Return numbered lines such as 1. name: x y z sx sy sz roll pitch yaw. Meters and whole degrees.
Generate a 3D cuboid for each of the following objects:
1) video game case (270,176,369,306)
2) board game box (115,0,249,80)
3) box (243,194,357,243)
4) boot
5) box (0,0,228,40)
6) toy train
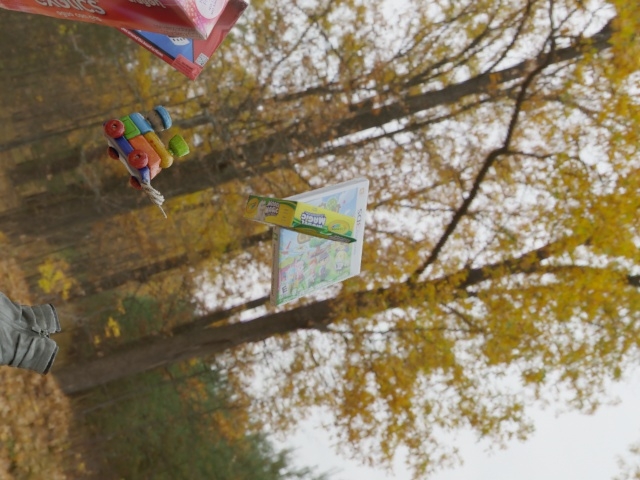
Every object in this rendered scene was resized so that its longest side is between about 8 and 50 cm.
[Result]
1. video game case: 0.000 0.000 1.273 0.023 0.212 0.193 26 -57 40
2. board game box: -0.241 -0.353 1.003 0.281 0.145 0.027 29 12 -45
3. box: -0.028 -0.032 1.061 0.179 0.105 0.043 16 -89 58
4. boot: -0.493 0.102 1.115 0.083 0.161 0.246 -49 -134 33
5. box: -0.205 -0.290 0.614 0.300 0.154 0.142 18 -16 31
6. toy train: -0.336 -0.169 1.520 0.248 0.143 0.105 50 -24 14
